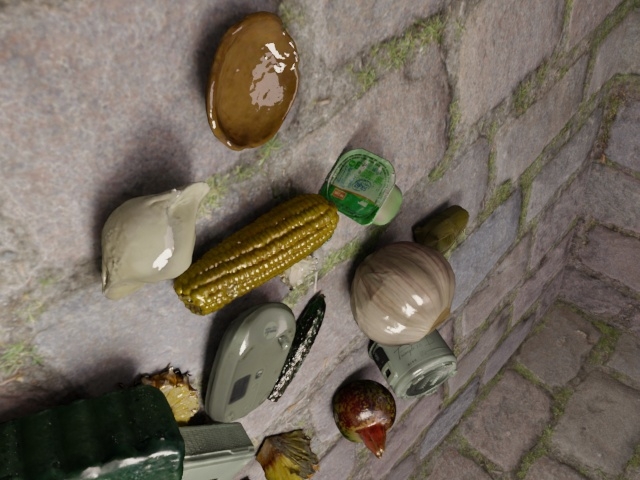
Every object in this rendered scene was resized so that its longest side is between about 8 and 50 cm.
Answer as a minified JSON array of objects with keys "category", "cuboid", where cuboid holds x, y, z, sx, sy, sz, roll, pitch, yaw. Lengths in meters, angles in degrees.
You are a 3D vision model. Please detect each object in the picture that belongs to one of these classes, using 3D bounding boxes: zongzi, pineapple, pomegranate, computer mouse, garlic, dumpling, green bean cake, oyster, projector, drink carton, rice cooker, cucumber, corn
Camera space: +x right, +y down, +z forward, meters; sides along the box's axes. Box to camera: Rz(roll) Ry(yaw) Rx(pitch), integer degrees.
[{"category":"zongzi","cuboid":[0.376,0.003,1.455,0.205,0.094,0.204,-33,141,-29]},{"category":"pineapple","cuboid":[-0.090,0.630,1.340,0.114,0.186,0.236,-62,-174,0]},{"category":"pomegranate","cuboid":[0.146,0.563,1.473,0.215,0.247,0.214,-6,124,-9]},{"category":"computer mouse","cuboid":[-0.161,0.267,1.041,0.197,0.095,0.330,-9,131,-43]},{"category":"garlic","cuboid":[0.212,0.137,1.243,0.318,0.259,0.317,-36,165,-11]},{"category":"pineapple","cuboid":[-0.335,0.344,0.936,0.221,0.047,0.221,-27,133,-33]},{"category":"dumpling","cuboid":[-0.253,-0.002,0.738,0.166,0.126,0.215,-23,127,-74]},{"category":"green bean cake","cuboid":[-0.396,0.416,0.786,0.301,0.169,0.307,-6,121,-30]},{"category":"oyster","cuboid":[-0.057,0.068,1.050,0.146,0.045,0.121,-21,127,-48]},{"category":"projector","cuboid":[-0.286,0.498,1.018,0.192,0.099,0.257,-46,148,9]},{"category":"drink carton","cuboid":[0.109,-0.107,1.044,0.144,0.146,0.142,-60,151,5]},{"category":"rice cooker","cuboid":[0.290,0.365,1.507,0.242,0.226,0.280,-10,138,-25]},{"category":"cucumber","cuboid":[-0.057,0.267,1.180,0.068,0.068,0.293,29,92,-53]},{"category":"corn","cuboid":[-0.110,0.016,0.897,0.363,0.120,0.120,-32,136,-28]}]

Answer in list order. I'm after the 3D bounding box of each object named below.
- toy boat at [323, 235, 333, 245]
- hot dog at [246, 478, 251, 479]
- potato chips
[{"category":"toy boat","cuboid":[0.000,0.000,1.075,0.083,0.038,0.038,-32,136,-32]},{"category":"hot dog","cuboid":[-0.218,0.715,1.341,0.058,0.035,0.083,-22,131,-37]},{"category":"potato chips","cuboid":[-0.116,-0.250,0.744,0.195,0.062,0.207,-28,133,-41]}]
